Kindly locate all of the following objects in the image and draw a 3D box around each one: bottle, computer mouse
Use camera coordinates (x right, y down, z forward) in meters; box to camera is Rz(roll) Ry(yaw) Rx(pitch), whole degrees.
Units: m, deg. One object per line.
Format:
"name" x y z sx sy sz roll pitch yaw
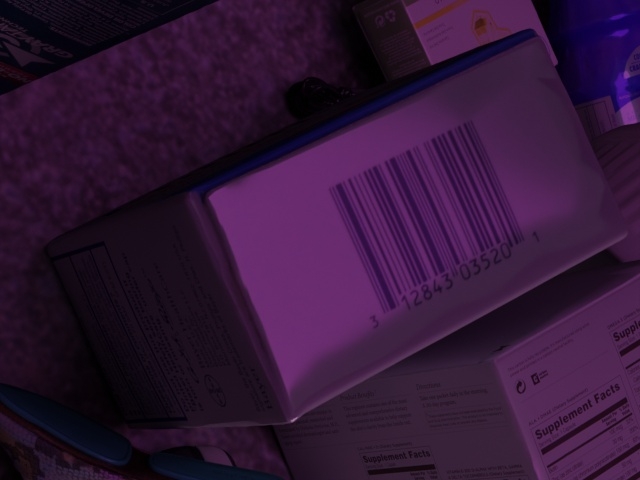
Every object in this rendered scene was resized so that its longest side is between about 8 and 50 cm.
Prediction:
"bottle" 0.257 -0.118 1.584 0.118 0.092 0.283 -17 92 -39
"computer mouse" 0.026 -0.026 1.425 0.106 0.042 0.193 9 70 -41

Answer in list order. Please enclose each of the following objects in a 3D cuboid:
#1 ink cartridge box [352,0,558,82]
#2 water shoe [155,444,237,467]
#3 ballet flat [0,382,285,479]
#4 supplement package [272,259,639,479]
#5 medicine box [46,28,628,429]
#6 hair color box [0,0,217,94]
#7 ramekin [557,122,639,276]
"ink cartridge box" 0.134 -0.112 1.497 0.171 0.056 0.235 -33 100 -48
"water shoe" -0.091 0.244 1.278 0.080 0.073 0.203 -3 78 -17
"ballet flat" -0.128 0.165 1.222 0.221 0.077 0.079 19 101 -3
"supplement package" 0.128 0.124 1.332 0.204 0.262 0.145 -26 98 -37
"medicine box" 0.000 0.000 1.211 0.263 0.289 0.149 -27 96 -25
"hair color box" -0.149 -0.212 1.130 0.105 0.347 0.174 24 68 -32
"ramekin" 0.249 0.055 1.444 0.127 0.273 0.273 -28 99 -29
